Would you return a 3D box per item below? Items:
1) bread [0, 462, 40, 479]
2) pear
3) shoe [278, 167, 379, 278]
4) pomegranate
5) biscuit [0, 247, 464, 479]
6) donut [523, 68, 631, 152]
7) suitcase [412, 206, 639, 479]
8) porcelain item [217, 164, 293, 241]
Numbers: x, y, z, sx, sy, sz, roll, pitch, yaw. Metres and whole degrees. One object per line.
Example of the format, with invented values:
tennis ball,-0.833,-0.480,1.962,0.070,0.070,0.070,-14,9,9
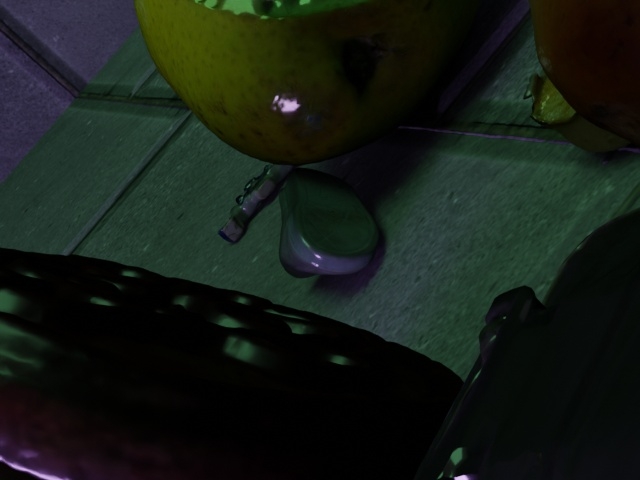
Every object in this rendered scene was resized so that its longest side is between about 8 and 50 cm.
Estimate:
bread,-0.131,0.121,1.153,0.405,0.345,0.242,-38,45,52
pear,-0.003,-0.189,1.741,0.342,0.239,0.318,-8,33,4
shoe,0.000,0.000,1.634,0.195,0.079,0.078,-103,26,-64
pomegranate,0.229,-0.157,1.162,0.209,0.209,0.209,-42,18,17
biscuit,-0.097,0.072,1.147,0.407,0.407,0.091,-152,73,-73
donut,0.222,-0.136,1.364,0.146,0.078,0.181,-28,32,51
suitcase,0.216,0.078,0.682,0.434,0.194,0.283,-24,29,53
porcelain item,-0.064,-0.055,1.972,0.136,0.021,0.075,-50,13,-8
